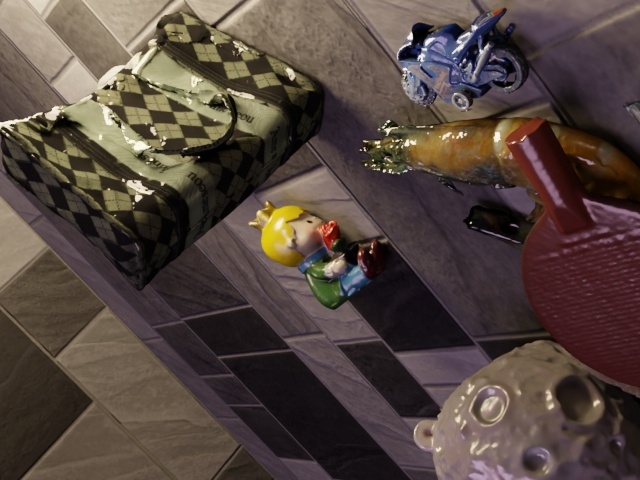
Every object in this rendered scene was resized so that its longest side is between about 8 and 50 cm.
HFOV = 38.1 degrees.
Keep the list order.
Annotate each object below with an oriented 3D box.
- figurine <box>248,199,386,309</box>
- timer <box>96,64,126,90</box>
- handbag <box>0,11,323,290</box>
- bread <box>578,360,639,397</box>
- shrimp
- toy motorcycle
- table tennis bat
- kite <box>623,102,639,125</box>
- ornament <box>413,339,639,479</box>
[{"bbox_3d":[-0.007,0.004,1.669,0.234,0.127,0.185,54,140,5],"label":"figurine"},{"bbox_3d":[-0.300,-0.218,1.738,0.262,0.087,0.237,8,139,47],"label":"timer"},{"bbox_3d":[-0.239,-0.165,1.409,0.317,0.416,0.180,37,148,15],"label":"handbag"},{"bbox_3d":[0.507,0.162,1.256,0.337,0.102,0.183,26,149,25],"label":"bread"},{"bbox_3d":[0.244,-0.074,1.287,0.445,0.085,0.272,15,148,33],"label":"shrimp"},{"bbox_3d":[0.167,-0.227,1.164,0.205,0.076,0.114,-1,124,51],"label":"toy motorcycle"},{"bbox_3d":[0.355,0.030,1.148,0.268,0.051,0.414,-20,112,46],"label":"table tennis bat"},{"bbox_3d":[0.490,-0.095,1.009,0.335,0.011,0.314,20,145,32],"label":"kite"},{"bbox_3d":[0.346,0.335,1.441,0.337,0.337,0.337,30,150,20],"label":"ornament"}]
